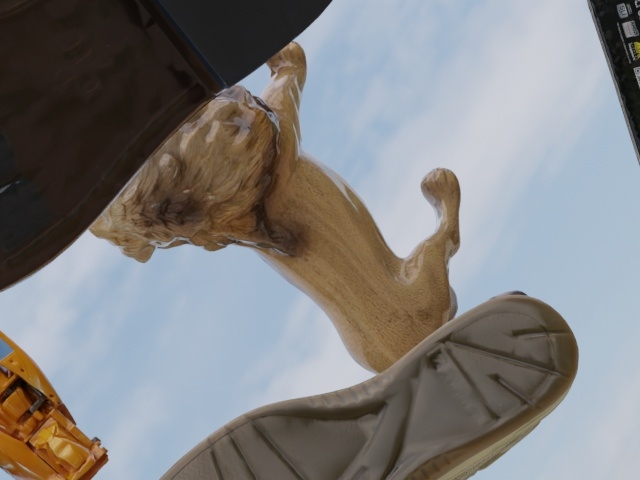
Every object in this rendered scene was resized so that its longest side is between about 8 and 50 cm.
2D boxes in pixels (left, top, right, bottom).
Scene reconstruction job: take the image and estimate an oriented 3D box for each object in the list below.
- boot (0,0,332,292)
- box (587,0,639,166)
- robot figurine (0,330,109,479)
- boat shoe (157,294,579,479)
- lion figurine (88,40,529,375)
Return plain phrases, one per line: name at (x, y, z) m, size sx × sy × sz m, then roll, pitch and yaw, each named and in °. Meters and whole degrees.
boot at (-0.094, -0.033, 0.501) m, size 0.219 × 0.082 × 0.106 m, roll -32°, pitch 8°, yaw -14°
box at (0.406, -0.114, 1.579) m, size 0.322 × 0.257 × 0.079 m, roll 69°, pitch -156°, yaw -14°
robot figurine at (-0.304, 0.112, 1.276) m, size 0.211 × 0.291 × 0.085 m, roll -50°, pitch -3°, yaw -12°
boat shoe at (0.027, 0.140, 1.129) m, size 0.302 × 0.109 × 0.098 m, roll -30°, pitch -22°, yaw -5°
lion figurine at (0.000, 0.000, 1.343) m, size 0.142 × 0.392 × 0.240 m, roll -50°, pitch 12°, yaw 32°
